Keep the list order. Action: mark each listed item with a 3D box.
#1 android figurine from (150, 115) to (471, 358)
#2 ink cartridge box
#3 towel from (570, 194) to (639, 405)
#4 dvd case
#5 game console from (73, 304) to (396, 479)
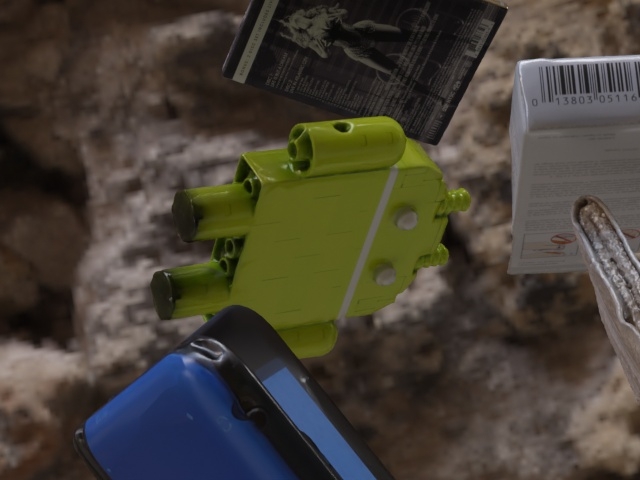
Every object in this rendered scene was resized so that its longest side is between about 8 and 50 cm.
[{"bbox_3d":[0.000,0.000,1.304,0.273,0.056,0.248,-5,-47,-31],"label":"android figurine"},{"bbox_3d":[0.359,-0.076,1.724,0.308,0.091,0.385,-3,-23,2],"label":"ink cartridge box"},{"bbox_3d":[0.312,0.104,1.532,0.049,0.282,0.187,-21,-52,3],"label":"towel"},{"bbox_3d":[0.039,-0.185,1.470,0.221,0.018,0.164,17,-53,-13],"label":"dvd case"},{"bbox_3d":[0.037,0.151,0.789,0.173,0.293,0.250,-40,1,-31],"label":"game console"}]
